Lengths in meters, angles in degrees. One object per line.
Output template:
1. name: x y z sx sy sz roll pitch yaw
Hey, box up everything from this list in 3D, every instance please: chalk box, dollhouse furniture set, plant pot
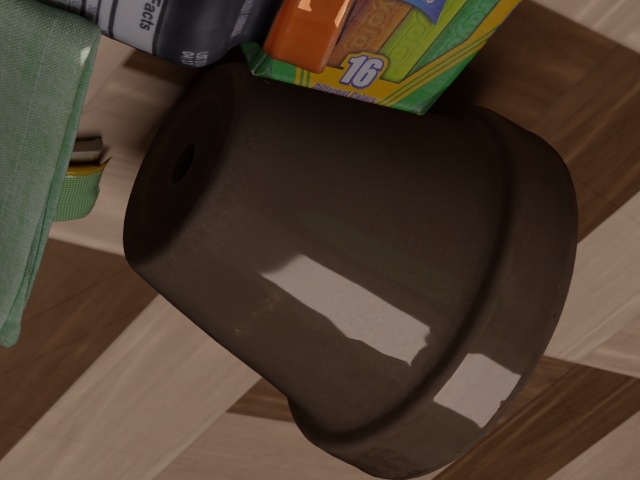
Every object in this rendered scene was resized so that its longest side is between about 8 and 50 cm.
1. chalk box: 0.049 -0.194 0.762 0.132 0.132 0.213 9 136 -36
2. dollhouse furniture set: -0.211 -0.021 0.928 0.152 0.058 0.076 -4 143 -22
3. plant pot: 0.000 0.000 0.931 0.229 0.263 0.263 26 126 -25

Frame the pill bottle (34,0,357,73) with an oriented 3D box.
1. pill bottle: -0.095 -0.161 0.648 0.246 0.130 0.130 22 135 -4

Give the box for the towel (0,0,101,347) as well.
1. towel: -0.285 -0.075 0.695 0.325 0.038 0.248 22 138 -3
